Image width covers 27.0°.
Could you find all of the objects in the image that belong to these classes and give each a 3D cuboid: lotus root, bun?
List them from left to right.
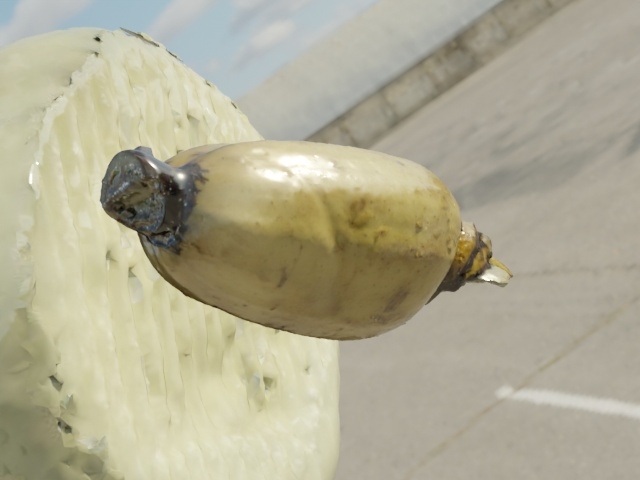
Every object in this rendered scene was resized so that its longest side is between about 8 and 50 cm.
[{"bbox_3d":[-0.138,0.059,0.739,0.211,0.360,0.359,-18,10,26],"label":"bun"},{"bbox_3d":[0.000,0.000,0.431,0.152,0.063,0.072,9,-14,-29],"label":"lotus root"}]
